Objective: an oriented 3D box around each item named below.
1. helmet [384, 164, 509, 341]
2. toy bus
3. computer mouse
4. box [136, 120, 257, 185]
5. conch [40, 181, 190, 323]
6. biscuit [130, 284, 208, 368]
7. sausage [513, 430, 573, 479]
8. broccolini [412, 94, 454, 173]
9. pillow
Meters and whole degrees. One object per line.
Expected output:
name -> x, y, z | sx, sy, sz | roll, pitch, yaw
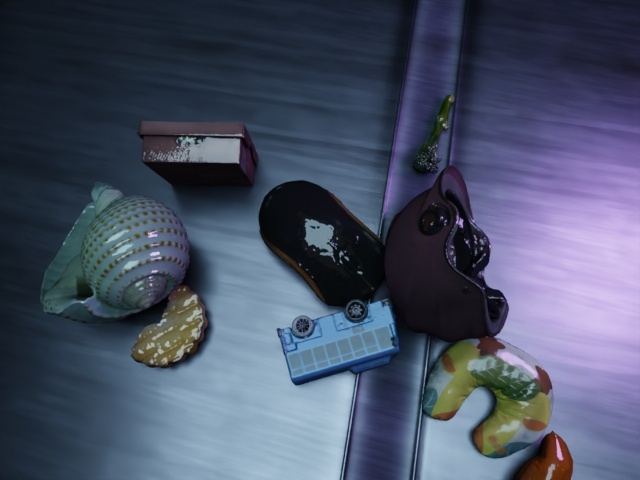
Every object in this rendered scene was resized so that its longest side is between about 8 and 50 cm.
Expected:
helmet -> 0.228, 0.041, 1.030 | 0.197, 0.271, 0.339 | -23, 69, 26
toy bus -> 0.043, 0.202, 1.042 | 0.233, 0.116, 0.134 | -16, 70, -2
computer mouse -> -0.001, -0.002, 1.112 | 0.323, 0.116, 0.183 | 43, 82, 13
box -> -0.255, -0.181, 1.126 | 0.215, 0.215, 0.086 | 1, 82, 1
conch -> -0.401, 0.035, 1.057 | 0.303, 0.215, 0.319 | -41, 35, 9
biscuit -> -0.300, 0.193, 1.085 | 0.118, 0.061, 0.183 | 36, 79, 11
sausage -> 0.410, 0.444, 0.967 | 0.089, 0.089, 0.179 | 30, 81, 11
broccolini -> 0.268, -0.256, 1.214 | 0.058, 0.067, 0.216 | 30, 71, -29
pillow -> 0.333, 0.300, 1.024 | 0.233, 0.086, 0.214 | 36, 87, 10
